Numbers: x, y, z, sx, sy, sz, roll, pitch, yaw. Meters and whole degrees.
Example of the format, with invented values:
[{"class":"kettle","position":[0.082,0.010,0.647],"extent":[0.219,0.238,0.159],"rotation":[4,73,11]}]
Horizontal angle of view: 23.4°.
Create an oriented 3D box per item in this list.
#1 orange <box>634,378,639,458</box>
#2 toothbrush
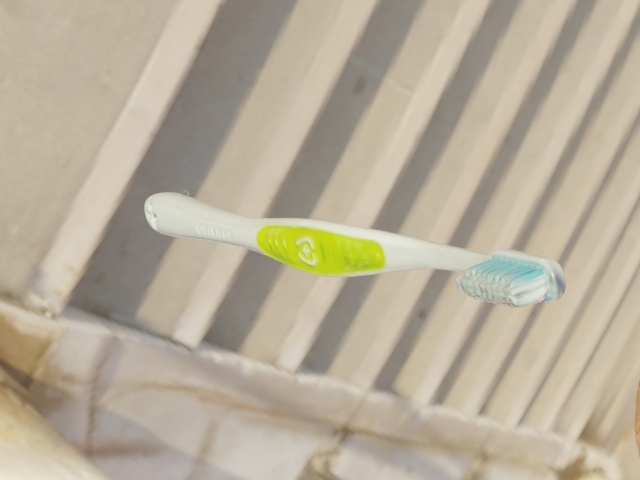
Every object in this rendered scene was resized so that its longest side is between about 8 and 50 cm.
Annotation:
[{"class":"orange","position":[0.274,0.097,0.900],"extent":[0.193,0.161,0.193],"rotation":[-21,133,-24]},{"class":"toothbrush","position":[0.000,0.000,0.599],"extent":[0.026,0.263,0.022],"rotation":[-19,107,-30]}]
